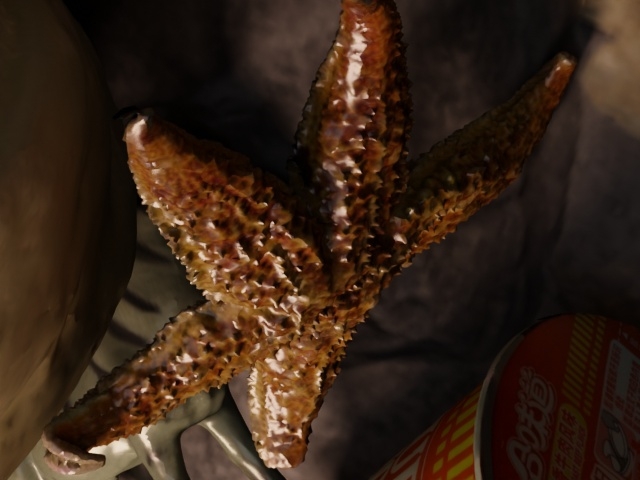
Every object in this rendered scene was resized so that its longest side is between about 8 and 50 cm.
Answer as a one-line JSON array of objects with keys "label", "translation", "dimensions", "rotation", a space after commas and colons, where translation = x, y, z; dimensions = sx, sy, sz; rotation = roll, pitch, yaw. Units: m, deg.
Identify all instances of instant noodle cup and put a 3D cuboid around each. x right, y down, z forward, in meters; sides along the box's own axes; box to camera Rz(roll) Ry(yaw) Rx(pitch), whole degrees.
[{"label": "instant noodle cup", "translation": [0.060, 0.157, 0.622], "dimensions": [0.193, 0.193, 0.212], "rotation": [51, 128, -2]}]

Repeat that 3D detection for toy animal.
[{"label": "toy animal", "translation": [-0.086, 0.063, 0.697], "dimensions": [0.217, 0.073, 0.176], "rotation": [-27, 88, 34]}]

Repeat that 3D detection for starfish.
[{"label": "starfish", "translation": [0.001, 0.001, 0.572], "dimensions": [0.043, 0.240, 0.227], "rotation": [46, 163, 27]}]

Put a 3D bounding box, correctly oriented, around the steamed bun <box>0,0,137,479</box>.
[{"label": "steamed bun", "translation": [-0.214, -0.003, 0.617], "dimensions": [0.352, 0.247, 0.339], "rotation": [-40, 49, 24]}]
